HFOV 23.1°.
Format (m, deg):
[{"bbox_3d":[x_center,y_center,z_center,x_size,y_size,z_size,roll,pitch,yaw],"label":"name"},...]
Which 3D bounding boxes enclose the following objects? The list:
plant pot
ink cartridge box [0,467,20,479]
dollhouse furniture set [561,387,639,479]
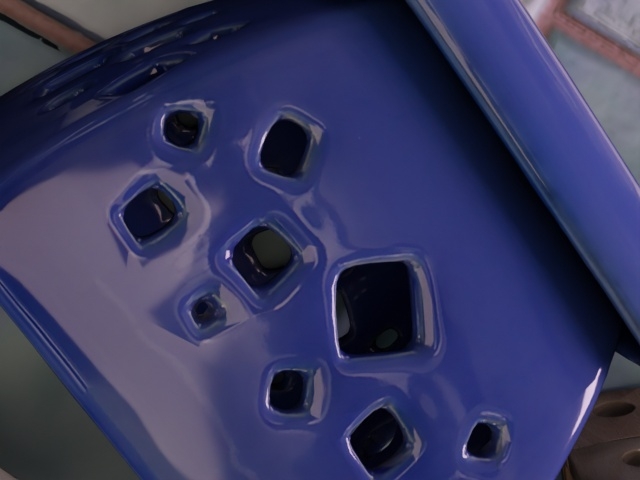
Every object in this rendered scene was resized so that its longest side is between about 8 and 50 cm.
[{"bbox_3d":[0.000,0.000,0.636,0.212,0.236,0.236,-37,106,-5],"label":"plant pot"},{"bbox_3d":[-0.183,0.205,0.538,0.296,0.261,0.066,-43,134,-27],"label":"ink cartridge box"},{"bbox_3d":[0.213,0.143,0.743,0.183,0.129,0.129,-9,105,0],"label":"dollhouse furniture set"}]
